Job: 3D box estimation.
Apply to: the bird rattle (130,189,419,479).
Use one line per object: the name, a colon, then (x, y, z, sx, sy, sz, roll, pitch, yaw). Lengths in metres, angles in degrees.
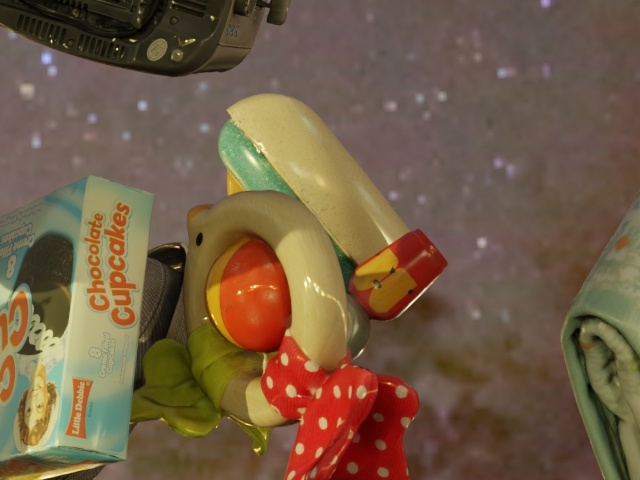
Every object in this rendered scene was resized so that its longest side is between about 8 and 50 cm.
bird rattle: (-0.040, 0.070, 1.318, 0.143, 0.207, 0.253, -7, 5, -28)

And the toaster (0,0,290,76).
toaster: (-0.135, -0.183, 1.271, 0.227, 0.129, 0.146, 17, 6, 14)

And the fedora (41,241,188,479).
fedora: (-0.222, 0.094, 1.583, 0.124, 0.243, 0.275, 36, -79, -21)

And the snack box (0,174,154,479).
snack box: (-0.232, 0.082, 1.388, 0.060, 0.187, 0.322, 16, -21, -33)

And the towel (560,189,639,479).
towel: (0.340, 0.100, 1.780, 0.090, 0.320, 0.374, 5, -47, 30)

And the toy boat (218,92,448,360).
toy boat: (0.000, 0.000, 1.798, 0.148, 0.318, 0.267, -40, -60, 0)
